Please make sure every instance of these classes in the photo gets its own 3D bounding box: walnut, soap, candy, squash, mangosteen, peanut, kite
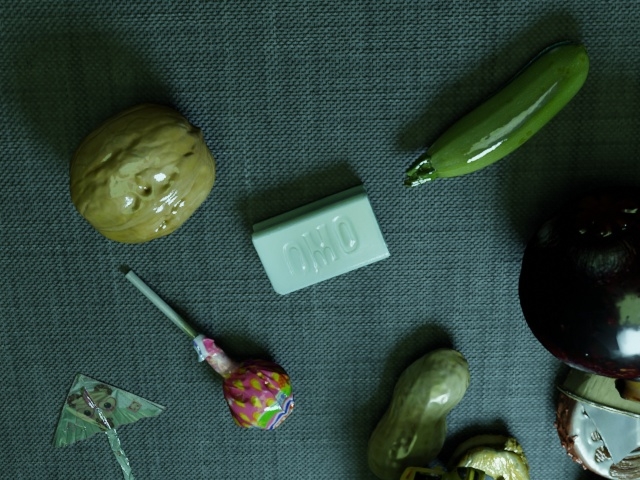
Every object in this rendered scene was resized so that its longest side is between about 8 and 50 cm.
[{"bbox_3d":[-0.268,-0.102,1.344,0.221,0.195,0.195,-37,107,6],"label":"walnut"},{"bbox_3d":[0.000,0.000,1.443,0.198,0.066,0.119,-20,109,8],"label":"soap"},{"bbox_3d":[-0.192,0.179,1.511,0.365,0.124,0.124,45,106,-5],"label":"candy"},{"bbox_3d":[0.272,-0.175,1.361,0.341,0.094,0.094,-38,107,11],"label":"squash"},{"bbox_3d":[0.467,0.084,1.358,0.306,0.307,0.347,-24,124,10],"label":"mangosteen"},{"bbox_3d":[0.175,0.304,1.541,0.125,0.111,0.275,21,111,-13],"label":"peanut"},{"bbox_3d":[-0.384,0.344,1.614,0.229,0.012,0.250,-17,112,8],"label":"kite"}]

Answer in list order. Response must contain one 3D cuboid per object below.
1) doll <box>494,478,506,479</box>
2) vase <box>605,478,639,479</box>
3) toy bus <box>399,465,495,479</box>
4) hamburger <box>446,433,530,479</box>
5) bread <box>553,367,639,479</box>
[{"bbox_3d":[0.311,0.463,1.567,0.061,0.051,0.093,-6,91,6],"label":"doll"},{"bbox_3d":[0.644,0.516,1.585,0.302,0.241,0.329,-30,140,5],"label":"vase"},{"bbox_3d":[0.185,0.481,1.509,0.151,0.145,0.331,19,150,7],"label":"toy bus"},{"bbox_3d":[0.304,0.417,1.602,0.147,0.083,0.138,-26,116,12],"label":"hamburger"},{"bbox_3d":[0.512,0.301,1.532,0.224,0.142,0.212,15,97,-5],"label":"bread"}]
